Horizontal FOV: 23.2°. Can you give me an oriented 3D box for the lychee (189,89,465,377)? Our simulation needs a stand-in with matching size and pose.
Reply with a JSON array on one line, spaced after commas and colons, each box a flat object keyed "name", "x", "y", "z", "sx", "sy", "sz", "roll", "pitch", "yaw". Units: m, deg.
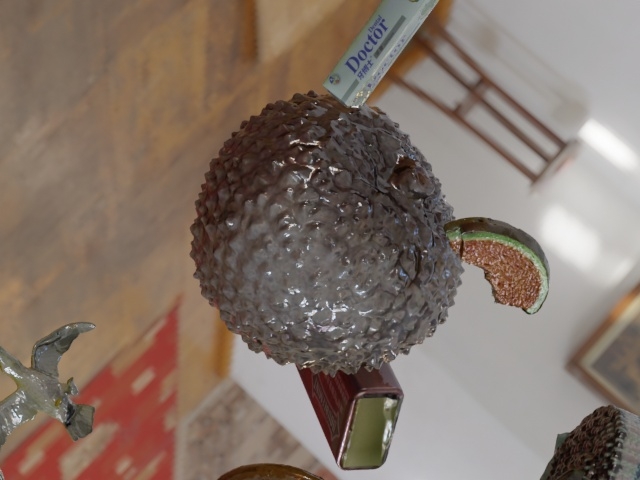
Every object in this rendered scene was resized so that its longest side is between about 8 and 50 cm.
[{"name": "lychee", "x": -0.001, "y": 0.000, "z": 1.572, "sx": 0.300, "sy": 0.300, "sz": 0.300, "roll": -45, "pitch": 166, "yaw": -14}]

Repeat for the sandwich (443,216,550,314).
[{"name": "sandwich", "x": 0.172, "y": 0.019, "z": 1.430, "sx": 0.067, "sy": 0.135, "sz": 0.029, "roll": -27, "pitch": -140, "yaw": 25}]

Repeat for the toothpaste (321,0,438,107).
[{"name": "toothpaste", "x": 0.065, "y": -0.190, "z": 1.348, "sx": 0.164, "sy": 0.034, "sz": 0.046, "roll": -53, "pitch": 167, "yaw": 16}]

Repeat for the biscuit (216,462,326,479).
[{"name": "biscuit", "x": -0.023, "y": 0.297, "z": 1.546, "sx": 0.036, "sy": 0.212, "sz": 0.212, "roll": -58, "pitch": 178, "yaw": -46}]

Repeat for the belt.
[{"name": "belt", "x": 0.285, "y": 0.278, "z": 1.511, "sx": 0.257, "sy": 0.150, "sz": 0.207, "roll": 119, "pitch": -5, "yaw": -59}]

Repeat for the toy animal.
[{"name": "toy animal", "x": -0.324, "y": 0.165, "z": 1.824, "sx": 0.219, "sy": 0.095, "sz": 0.155, "roll": -58, "pitch": 150, "yaw": -27}]

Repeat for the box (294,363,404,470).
[{"name": "box", "x": 0.026, "y": 0.148, "z": 1.782, "sx": 0.069, "sy": 0.224, "sz": 0.120, "roll": 1, "pitch": 124, "yaw": -20}]
